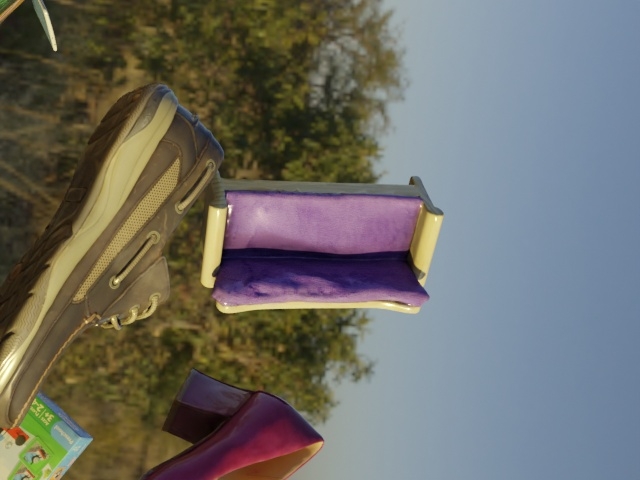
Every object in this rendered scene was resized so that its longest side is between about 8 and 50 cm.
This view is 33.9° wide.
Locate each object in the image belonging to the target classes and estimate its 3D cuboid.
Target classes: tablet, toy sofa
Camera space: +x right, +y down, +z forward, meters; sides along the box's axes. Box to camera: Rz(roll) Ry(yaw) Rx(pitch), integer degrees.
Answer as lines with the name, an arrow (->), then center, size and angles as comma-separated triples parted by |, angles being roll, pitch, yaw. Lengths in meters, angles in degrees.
tablet -> -0.299, -0.247, 1.124 | 0.054, 0.006, 0.083 | 89, -24, -50
toy sofa -> 0.000, 0.000, 1.614 | 0.177, 0.362, 0.150 | -108, -156, -53

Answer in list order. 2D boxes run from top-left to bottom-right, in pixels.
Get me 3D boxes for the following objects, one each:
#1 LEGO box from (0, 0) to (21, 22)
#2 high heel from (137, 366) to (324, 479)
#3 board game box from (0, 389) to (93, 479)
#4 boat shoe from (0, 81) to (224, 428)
LEGO box -> -0.272, -0.241, 0.680 | 0.372, 0.193, 0.500 | -39, -163, 17
high heel -> -0.114, 0.294, 1.100 | 0.377, 0.181, 0.127 | -68, -177, -47
board game box -> -0.392, 0.261, 1.222 | 0.211, 0.160, 0.039 | -51, 164, -2
boat shoe -> -0.200, 0.026, 0.985 | 0.355, 0.130, 0.132 | -61, -155, -7
